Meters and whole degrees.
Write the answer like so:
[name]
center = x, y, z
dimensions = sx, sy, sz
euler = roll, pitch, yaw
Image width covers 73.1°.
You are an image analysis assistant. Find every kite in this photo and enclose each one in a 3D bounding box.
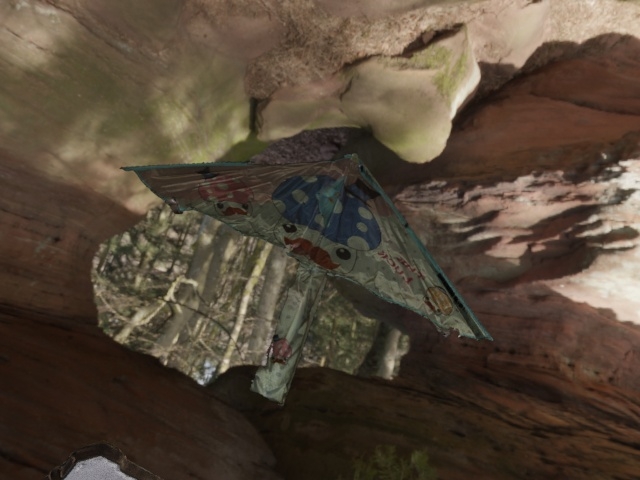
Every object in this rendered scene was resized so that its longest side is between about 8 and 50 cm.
[kite]
center = 0.000, 0.000, 0.452
dimensions = 0.406, 0.368, 0.014
euler = 25, 133, -4

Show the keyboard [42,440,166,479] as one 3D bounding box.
[keyboard]
center = -0.180, 0.243, 0.238
dimensions = 0.106, 0.262, 0.016
euler = 43, 166, -21
